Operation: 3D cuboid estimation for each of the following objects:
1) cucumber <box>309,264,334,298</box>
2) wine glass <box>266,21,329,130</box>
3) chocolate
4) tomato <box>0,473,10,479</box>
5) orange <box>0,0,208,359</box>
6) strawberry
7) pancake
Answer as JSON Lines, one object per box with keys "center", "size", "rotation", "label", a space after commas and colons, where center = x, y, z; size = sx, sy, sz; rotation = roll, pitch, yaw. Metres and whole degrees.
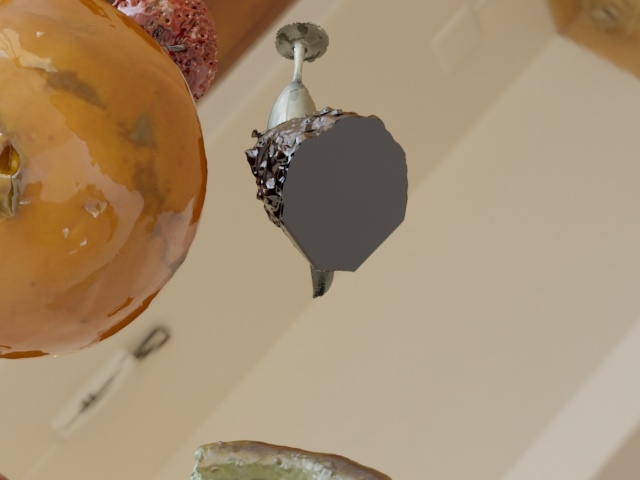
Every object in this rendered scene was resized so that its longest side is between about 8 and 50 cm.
{"center": [0.000, 0.000, 1.766], "size": [0.184, 0.033, 0.036], "rotation": [87, 173, -46], "label": "cucumber"}
{"center": [-0.025, -0.150, 1.596], "size": [0.066, 0.066, 0.198], "rotation": [49, -149, -40], "label": "wine glass"}
{"center": [-0.009, -0.065, 1.402], "size": [0.156, 0.156, 0.133], "rotation": [48, 168, -35], "label": "chocolate"}
{"center": [-0.395, 0.342, 1.627], "size": [0.338, 0.144, 0.338], "rotation": [15, 130, 19], "label": "tomato"}
{"center": [-0.244, -0.057, 1.193], "size": [0.312, 0.312, 0.312], "rotation": [41, 172, 7], "label": "orange"}
{"center": [-0.222, -0.285, 2.127], "size": [0.187, 0.201, 0.184], "rotation": [45, 136, -4], "label": "strawberry"}
{"center": [-0.033, 0.374, 1.946], "size": [0.426, 0.304, 0.067], "rotation": [38, 138, 44], "label": "pancake"}
